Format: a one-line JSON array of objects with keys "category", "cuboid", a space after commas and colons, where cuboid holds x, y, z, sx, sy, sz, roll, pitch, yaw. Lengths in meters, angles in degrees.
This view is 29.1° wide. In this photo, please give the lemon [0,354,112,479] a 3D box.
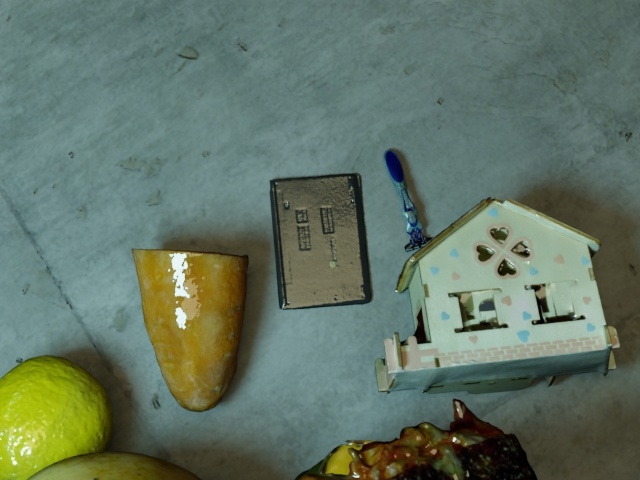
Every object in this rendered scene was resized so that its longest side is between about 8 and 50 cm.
[{"category": "lemon", "cuboid": [-0.367, 0.248, 1.618, 0.193, 0.180, 0.180, -33, 78, -19]}]

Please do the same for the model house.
[{"category": "model house", "cuboid": [0.227, 0.074, 1.681, 0.326, 0.169, 0.244, -6, 69, -3]}]

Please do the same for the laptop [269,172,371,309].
[{"category": "laptop", "cuboid": [0.000, 0.000, 1.764, 0.135, 0.016, 0.197, -5, 76, -3]}]

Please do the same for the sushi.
[{"category": "sushi", "cuboid": [0.080, 0.326, 1.388, 0.343, 0.196, 0.182, -16, 57, -22]}]

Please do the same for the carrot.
[{"category": "carrot", "cuboid": [-0.173, 0.120, 1.683, 0.159, 0.159, 0.225, -2, 89, -1]}]

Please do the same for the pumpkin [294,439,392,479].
[{"category": "pumpkin", "cuboid": [0.085, 0.403, 1.557, 0.256, 0.225, 0.303, -27, 74, -14]}]

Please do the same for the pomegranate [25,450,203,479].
[{"category": "pomegranate", "cuboid": [-0.258, 0.455, 1.462, 0.417, 0.416, 0.416, 0, 76, 0]}]

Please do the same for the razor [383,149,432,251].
[{"category": "razor", "cuboid": [0.121, -0.063, 1.773, 0.044, 0.028, 0.154, -16, 77, -4]}]
